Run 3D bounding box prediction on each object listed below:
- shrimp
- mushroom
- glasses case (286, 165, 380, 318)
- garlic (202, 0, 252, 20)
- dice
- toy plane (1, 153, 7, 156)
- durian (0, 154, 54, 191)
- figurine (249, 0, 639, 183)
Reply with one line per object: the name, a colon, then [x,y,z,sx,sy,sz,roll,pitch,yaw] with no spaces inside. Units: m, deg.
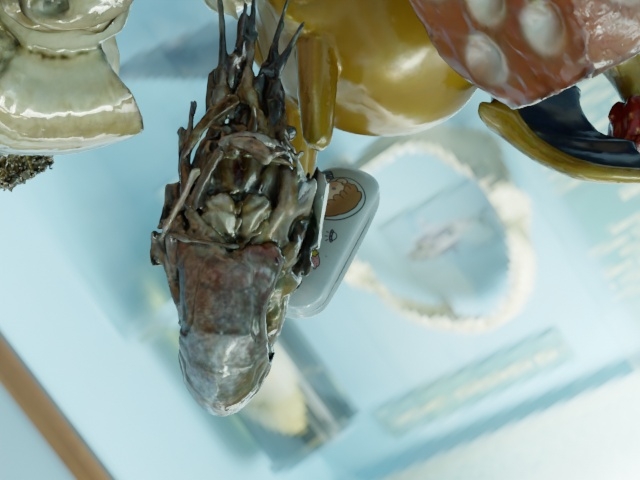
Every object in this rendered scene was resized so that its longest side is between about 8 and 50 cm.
shrimp: [-0.063,-0.037,1.397,0.116,0.343,0.145,3,172,18]
mushroom: [-0.215,-0.173,1.225,0.189,0.254,0.195,-14,-166,-13]
glasses case: [0.000,0.000,1.703,0.067,0.045,0.178,15,-128,18]
garlic: [-0.022,-0.312,1.848,0.281,0.185,0.203,13,-133,33]
dice: [0.181,-0.214,1.367,0.174,0.179,0.175,-37,-176,-33]
toy plane: [-0.335,-0.158,1.559,0.088,0.262,0.192,-21,-137,-9]
durian: [-0.410,-0.162,2.300,0.167,0.196,0.196,-41,-169,8]
figurine: [0.135,-0.192,1.596,0.387,0.268,0.401,-11,-140,-14]
